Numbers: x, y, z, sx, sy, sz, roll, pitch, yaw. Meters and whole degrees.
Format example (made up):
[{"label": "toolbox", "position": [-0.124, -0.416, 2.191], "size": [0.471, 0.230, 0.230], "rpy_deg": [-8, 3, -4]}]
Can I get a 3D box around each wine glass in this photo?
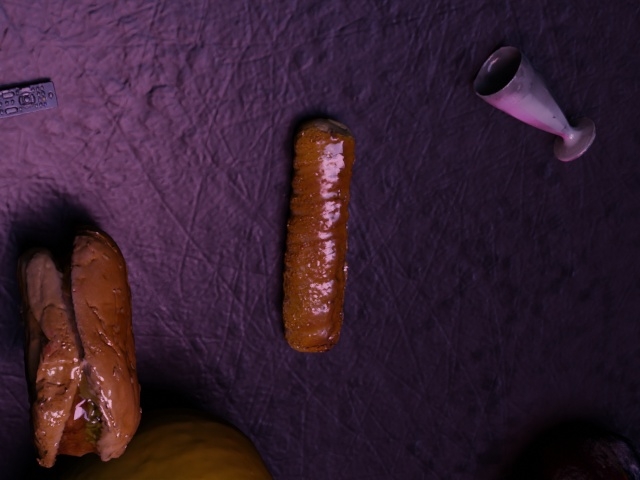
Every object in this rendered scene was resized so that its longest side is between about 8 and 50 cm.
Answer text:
[{"label": "wine glass", "position": [0.259, -0.159, 1.677], "size": [0.155, 0.073, 0.073], "rpy_deg": [36, 95, -29]}]

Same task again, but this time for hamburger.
[{"label": "hamburger", "position": [-0.250, 0.095, 1.481], "size": [0.124, 0.262, 0.131], "rpy_deg": [-4, 156, -16]}]

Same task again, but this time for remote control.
[{"label": "remote control", "position": [-0.323, -0.146, 1.480], "size": [0.091, 0.016, 0.034], "rpy_deg": [-13, 99, -17]}]

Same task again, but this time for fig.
[{"label": "fig", "position": [-0.188, 0.356, 1.562], "size": [0.343, 0.343, 0.343], "rpy_deg": [-8, 114, -19]}]

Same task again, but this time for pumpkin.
[{"label": "pumpkin", "position": [0.347, 0.363, 1.874], "size": [0.233, 0.163, 0.233], "rpy_deg": [-16, 125, -24]}]

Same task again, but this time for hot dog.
[{"label": "hot dog", "position": [-0.001, 0.000, 1.642], "size": [0.083, 0.068, 0.289], "rpy_deg": [-2, 113, -14]}]
